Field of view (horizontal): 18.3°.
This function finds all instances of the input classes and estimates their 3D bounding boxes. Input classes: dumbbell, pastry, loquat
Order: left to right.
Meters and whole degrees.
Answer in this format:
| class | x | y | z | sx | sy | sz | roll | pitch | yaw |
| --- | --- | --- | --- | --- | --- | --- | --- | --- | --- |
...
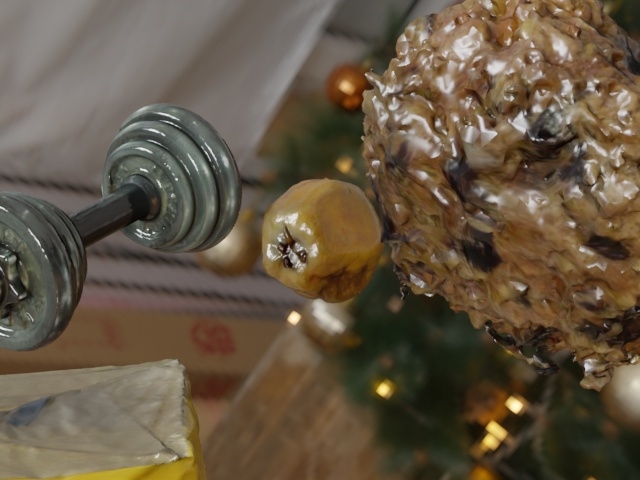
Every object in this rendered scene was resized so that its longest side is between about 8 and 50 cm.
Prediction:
| class | x | y | z | sx | sy | sz | roll | pitch | yaw |
| --- | --- | --- | --- | --- | --- | --- | --- | --- | --- |
| dumbbell | -0.241 | -0.019 | 2.127 | 0.179 | 0.179 | 0.406 | 41 | 39 | 14 |
| loquat | 0.000 | 0.000 | 2.024 | 0.113 | 0.137 | 0.137 | 8 | 5 | 39 |
| pastry | 0.152 | -0.045 | 1.233 | 0.275 | 0.275 | 0.193 | 35 | 49 | 0 |

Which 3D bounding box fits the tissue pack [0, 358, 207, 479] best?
| class | x | y | z | sx | sy | sz | roll | pitch | yaw |
| --- | --- | --- | --- | --- | --- | --- | --- | --- | --- |
| tissue pack | -0.207 | 0.293 | 1.291 | 0.293 | 0.381 | 0.228 | -4 | 12 | -2 |
